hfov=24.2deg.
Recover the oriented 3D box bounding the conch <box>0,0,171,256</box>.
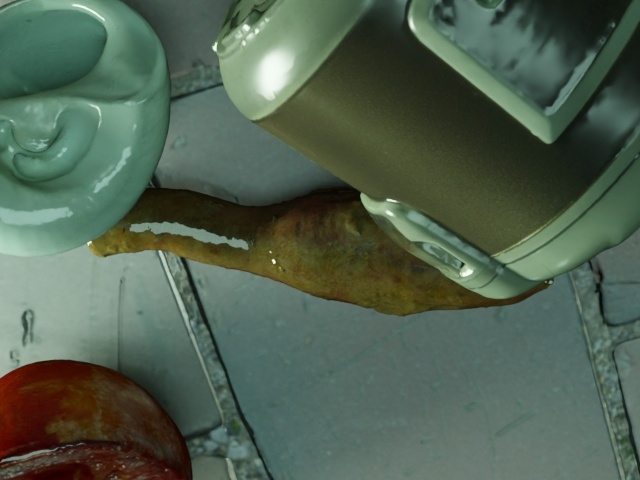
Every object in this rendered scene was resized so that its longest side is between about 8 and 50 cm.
[{"bbox_3d":[-0.210,-0.092,1.170,0.221,0.121,0.185,-39,102,5],"label":"conch"}]

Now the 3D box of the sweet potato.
[{"bbox_3d":[0.000,0.000,1.231,0.385,0.109,0.109,6,114,10],"label":"sweet potato"}]

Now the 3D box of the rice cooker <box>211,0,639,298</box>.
[{"bbox_3d":[0.127,-0.149,1.044,0.325,0.335,0.335,33,109,-15],"label":"rice cooker"}]

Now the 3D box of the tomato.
[{"bbox_3d":[-0.225,0.180,1.283,0.200,0.139,0.233,-28,146,18],"label":"tomato"}]
